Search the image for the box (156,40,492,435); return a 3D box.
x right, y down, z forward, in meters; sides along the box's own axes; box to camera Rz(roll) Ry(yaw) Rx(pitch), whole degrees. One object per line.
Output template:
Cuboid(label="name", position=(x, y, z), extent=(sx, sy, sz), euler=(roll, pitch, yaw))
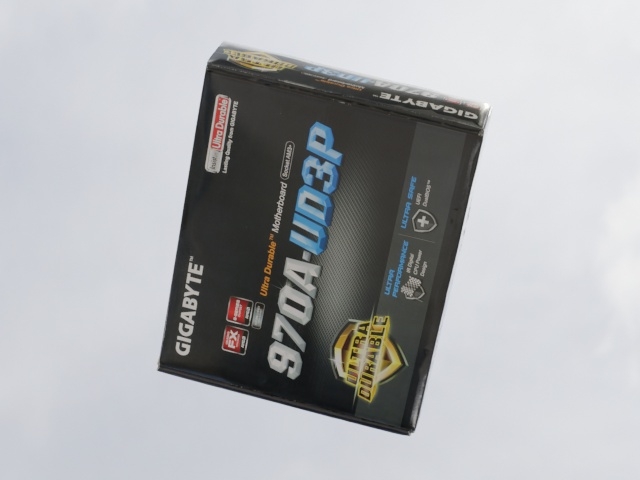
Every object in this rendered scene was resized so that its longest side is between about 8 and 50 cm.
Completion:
Cuboid(label="box", position=(0.000, 0.000, 1.193), extent=(0.175, 0.220, 0.051), euler=(15, -154, 6))
